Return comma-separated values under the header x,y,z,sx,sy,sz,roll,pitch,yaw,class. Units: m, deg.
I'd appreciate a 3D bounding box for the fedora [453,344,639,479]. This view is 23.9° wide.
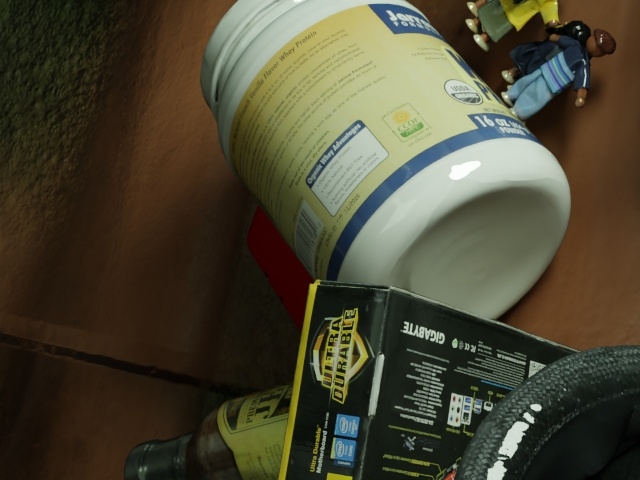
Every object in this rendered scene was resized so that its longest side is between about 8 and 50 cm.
x,y,z,sx,sy,sz,roll,pitch,yaw,class
0.218,0.242,1.111,0.152,0.334,0.334,130,135,-57,fedora

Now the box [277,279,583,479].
x,y,z,sx,sy,sz,roll,pitch,yaw,class
0.092,0.185,1.171,0.079,0.322,0.257,5,81,38,box

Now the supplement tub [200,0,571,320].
x,y,z,sx,sy,sz,roll,pitch,yaw,class
0.048,-0.080,1.340,0.228,0.228,0.316,-49,54,17,supplement tub

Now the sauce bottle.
x,y,z,sx,sy,sz,roll,pitch,yaw,class
-0.039,0.192,1.409,0.344,0.111,0.111,-19,67,32,sauce bottle

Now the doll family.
x,y,z,sx,sy,sz,roll,pitch,yaw,class
0.200,-0.189,1.356,0.111,0.076,0.193,-33,64,22,doll family

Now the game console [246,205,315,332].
x,y,z,sx,sy,sz,roll,pitch,yaw,class
0.000,0.000,1.495,0.124,0.085,0.144,-29,57,-7,game console
